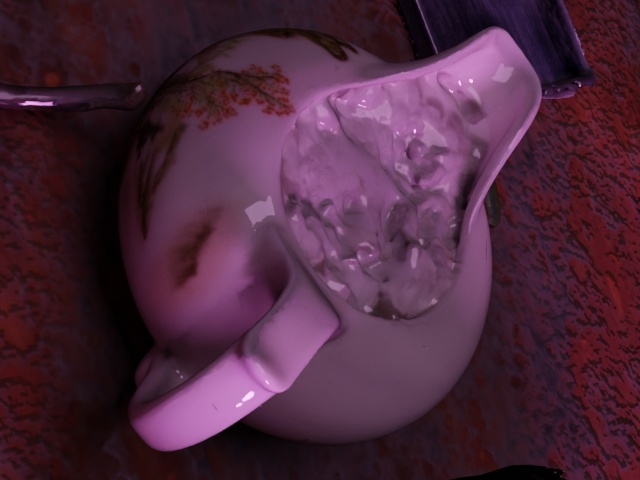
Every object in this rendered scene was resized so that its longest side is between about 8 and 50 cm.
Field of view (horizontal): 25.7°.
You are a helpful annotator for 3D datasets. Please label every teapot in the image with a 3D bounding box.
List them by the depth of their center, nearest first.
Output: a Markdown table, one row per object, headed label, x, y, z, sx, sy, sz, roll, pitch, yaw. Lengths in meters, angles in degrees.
| label | x | y | z | sx | sy | sz | roll | pitch | yaw |
| --- | --- | --- | --- | --- | --- | --- | --- | --- | --- |
| teapot | 0.000 | 0.000 | 0.659 | 0.204 | 0.139 | 0.298 | 51 | 46 | -17 |

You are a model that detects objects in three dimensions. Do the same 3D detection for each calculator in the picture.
| label | x | y | z | sx | sy | sz | roll | pitch | yaw |
| --- | --- | --- | --- | --- | --- | --- | --- | --- | --- |
| calculator | 0.086 | -0.210 | 0.909 | 0.161 | 0.021 | 0.262 | -14 | 82 | -44 |

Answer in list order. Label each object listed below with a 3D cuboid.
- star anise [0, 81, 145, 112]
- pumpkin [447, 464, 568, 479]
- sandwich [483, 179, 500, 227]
| label | x | y | z | sx | sy | sz | roll | pitch | yaw |
| --- | --- | --- | --- | --- | --- | --- | --- | --- | --- |
| star anise | -0.201 | -0.109 | 0.562 | 0.218 | 0.148 | 0.227 | 30 | 16 | 10 |
| pumpkin | 0.076 | 0.261 | 0.575 | 0.320 | 0.192 | 0.321 | 22 | 56 | -38 |
| sandwich | 0.052 | -0.057 | 0.806 | 0.135 | 0.029 | 0.067 | 30 | 54 | -29 |
